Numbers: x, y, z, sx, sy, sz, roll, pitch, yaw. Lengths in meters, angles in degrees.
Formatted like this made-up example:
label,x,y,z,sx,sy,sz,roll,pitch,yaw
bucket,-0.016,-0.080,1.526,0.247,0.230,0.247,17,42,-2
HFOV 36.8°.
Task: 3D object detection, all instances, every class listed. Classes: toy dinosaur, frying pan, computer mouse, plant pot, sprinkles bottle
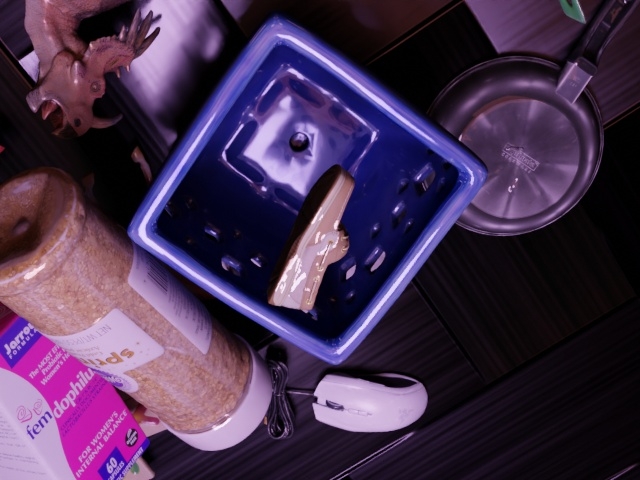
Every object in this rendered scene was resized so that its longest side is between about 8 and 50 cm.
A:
label,x,y,z,sx,sy,sz,roll,pitch,yaw
toy dinosaur,-0.191,-0.255,0.870,0.296,0.127,0.200,-47,115,1
frying pan,0.253,-0.125,0.987,0.326,0.053,0.197,-32,111,12
computer mouse,0.029,0.183,1.092,0.192,0.042,0.106,3,110,-5
plant pot,-0.016,-0.067,0.900,0.236,0.212,0.236,33,106,-14
sprinkles bottle,-0.174,0.078,0.900,0.121,0.121,0.355,-29,138,8

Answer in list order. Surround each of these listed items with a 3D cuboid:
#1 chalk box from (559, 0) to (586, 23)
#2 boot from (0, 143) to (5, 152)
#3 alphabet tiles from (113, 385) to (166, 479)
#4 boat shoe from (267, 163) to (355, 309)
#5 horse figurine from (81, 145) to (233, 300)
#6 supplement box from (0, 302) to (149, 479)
label,x,y,z,sx,sy,sz,roll,pitch,yaw
chalk box,0.202,-0.300,0.866,0.132,0.132,0.213,-13,110,1
boot,-0.372,-0.011,0.939,0.176,0.088,0.244,-23,89,3
alphabet tiles,-0.354,0.208,1.059,0.342,0.011,0.285,-23,121,11
boat shoe,0.000,0.000,0.790,0.045,0.050,0.135,20,119,-15
horse figurine,-0.234,0.024,1.000,0.263,0.066,0.175,-26,108,6
supplement box,-0.281,0.159,0.940,0.113,0.111,0.220,-1,128,35
